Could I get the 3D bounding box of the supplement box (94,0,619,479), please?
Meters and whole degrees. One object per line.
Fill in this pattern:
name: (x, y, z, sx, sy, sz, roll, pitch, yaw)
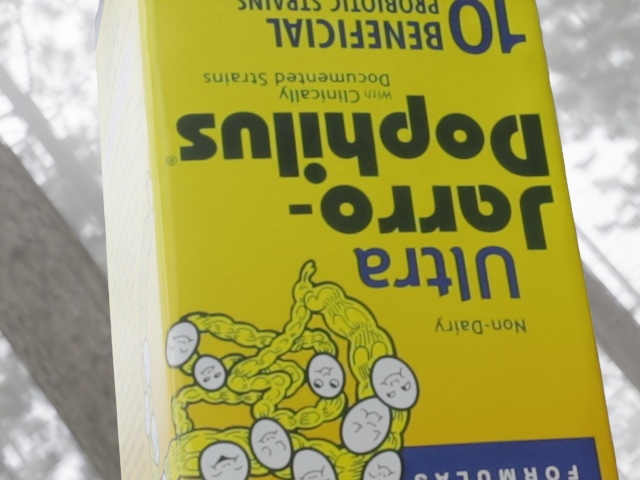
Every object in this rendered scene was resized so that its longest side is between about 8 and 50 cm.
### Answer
supplement box: (0.000, 0.000, 0.761, 0.194, 0.357, 0.195, -2, -21, -14)
